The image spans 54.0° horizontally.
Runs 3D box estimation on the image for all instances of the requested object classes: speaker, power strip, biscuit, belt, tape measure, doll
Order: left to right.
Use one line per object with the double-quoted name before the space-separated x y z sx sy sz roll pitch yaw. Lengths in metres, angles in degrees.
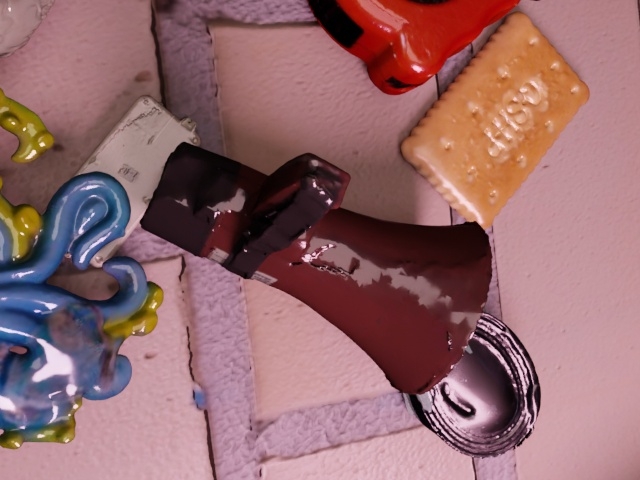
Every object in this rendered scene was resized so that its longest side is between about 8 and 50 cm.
"doll" -0.313 0.054 0.546 0.341 0.098 0.346 40 64 -32
"power strip" -0.207 -0.063 0.656 0.081 0.035 0.192 38 80 -14
"speaker" 0.000 0.023 0.595 0.329 0.259 0.198 23 101 -19
"tape measure" 0.106 -0.315 0.709 0.253 0.114 0.260 -43 98 -12
"belt" 0.169 0.162 0.750 0.151 0.078 0.198 -33 102 -10
"biscuit" 0.225 -0.151 0.787 0.160 0.030 0.250 43 79 -13

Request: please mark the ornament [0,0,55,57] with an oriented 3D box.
"ornament" -0.383 -0.274 0.553 0.285 0.120 0.130 34 73 -16
